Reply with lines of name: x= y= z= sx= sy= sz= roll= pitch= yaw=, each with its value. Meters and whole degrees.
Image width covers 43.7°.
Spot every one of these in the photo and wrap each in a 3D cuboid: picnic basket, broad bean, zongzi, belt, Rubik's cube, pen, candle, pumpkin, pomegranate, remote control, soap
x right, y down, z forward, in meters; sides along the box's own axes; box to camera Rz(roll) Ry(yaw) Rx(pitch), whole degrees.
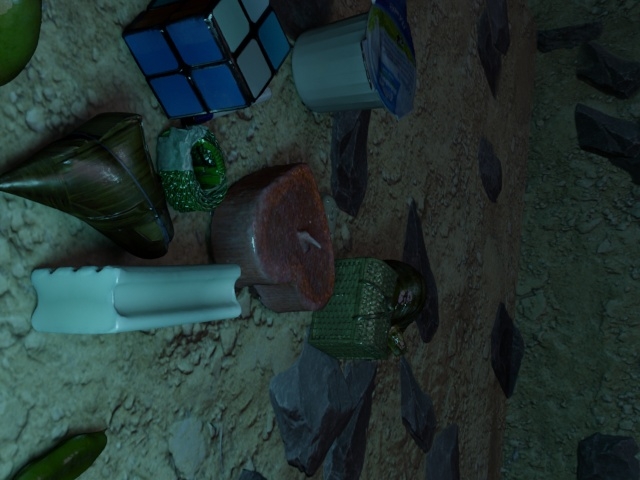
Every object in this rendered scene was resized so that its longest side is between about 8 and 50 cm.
picnic basket: x=0.082 y=0.149 z=1.715 sx=0.134 sy=0.154 sz=0.197 roll=42 pitch=50 yaw=-51
broad bean: x=-0.360 y=0.312 z=1.023 sx=0.254 sy=0.046 sz=0.065 roll=-41 pitch=129 yaw=-53
zongzi: x=-0.313 y=-0.038 z=1.094 sx=0.242 sy=0.112 sz=0.221 roll=-44 pitch=126 yaw=-44
belt: x=-0.204 y=-0.120 z=1.317 sx=0.121 sy=0.079 sz=0.152 roll=-38 pitch=119 yaw=-55
Rubik's cube: x=-0.178 y=-0.319 z=1.285 sx=0.167 sy=0.183 sz=0.180 roll=64 pitch=34 yaw=-36
pen: x=-0.165 y=-0.247 z=1.449 sx=0.269 sy=0.033 sz=0.033 roll=-37 pitch=118 yaw=-56
candle: x=-0.064 y=-0.016 z=1.509 sx=0.317 sy=0.131 sz=0.287 roll=46 pitch=45 yaw=-50
pumpkin: x=0.180 y=0.165 z=1.915 sx=0.131 sy=0.125 sz=0.248 roll=15 pitch=74 yaw=-57
pomegranate: x=-0.406 y=-0.260 z=0.879 sx=0.210 sy=0.179 sz=0.180 roll=0 pitch=87 yaw=-60
remote control: x=0.000 y=0.000 z=1.700 sx=0.078 sy=0.042 sz=0.222 roll=40 pitch=53 yaw=-51
soap: x=-0.251 y=0.078 z=1.129 sx=0.265 sy=0.159 sz=0.088 roll=2 pitch=85 yaw=-61

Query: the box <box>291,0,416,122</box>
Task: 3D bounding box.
box: x=0.066 y=-0.397 z=1.701 sx=0.262 sy=0.206 sz=0.292 roll=36 pitch=55 yaw=-55
